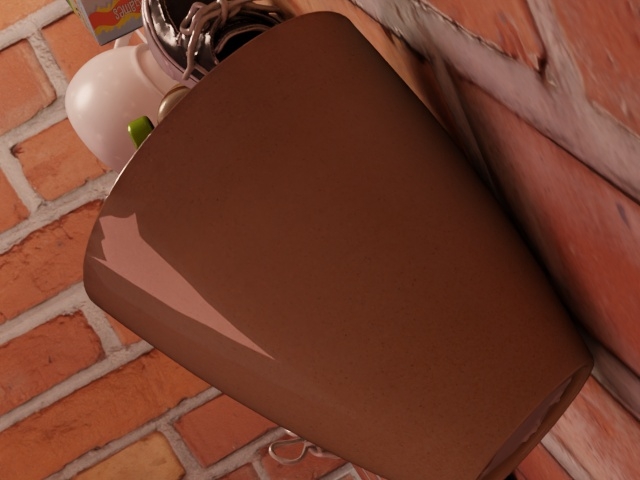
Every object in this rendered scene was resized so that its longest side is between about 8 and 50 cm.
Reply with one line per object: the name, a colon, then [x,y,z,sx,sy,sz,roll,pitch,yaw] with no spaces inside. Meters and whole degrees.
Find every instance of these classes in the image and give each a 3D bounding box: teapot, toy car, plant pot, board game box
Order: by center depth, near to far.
plant pot: [0.032,0.036,1.046,0.274,0.256,0.256,42,168,18]
board game box: [-0.250,-0.351,1.921,0.142,0.144,0.275,68,171,-25]
toy car: [-0.163,-0.156,2.169,0.188,0.155,0.149,-108,-8,-68]
teapot: [-0.271,-0.228,2.590,0.256,0.187,0.252,45,-158,-2]

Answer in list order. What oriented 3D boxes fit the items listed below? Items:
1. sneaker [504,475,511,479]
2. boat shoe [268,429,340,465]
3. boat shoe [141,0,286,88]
sneaker: [0.173,0.320,1.706,0.121,0.108,0.302,-120,5,-53]
boat shoe: [0.004,0.178,1.765,0.367,0.156,0.136,39,-171,-34]
boat shoe: [-0.072,-0.170,1.445,0.306,0.113,0.105,53,164,37]
